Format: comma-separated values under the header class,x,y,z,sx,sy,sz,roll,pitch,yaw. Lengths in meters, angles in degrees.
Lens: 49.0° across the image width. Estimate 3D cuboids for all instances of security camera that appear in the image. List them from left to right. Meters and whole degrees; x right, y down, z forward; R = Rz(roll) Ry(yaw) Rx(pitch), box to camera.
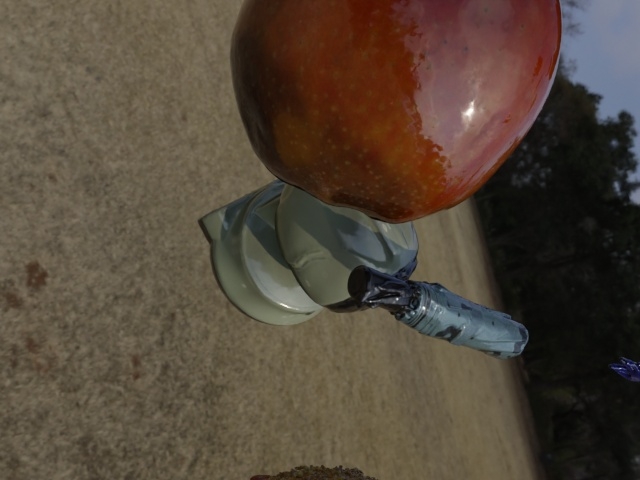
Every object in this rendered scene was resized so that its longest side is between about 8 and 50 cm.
class,x,y,z,sx,sy,sz,roll,pitch,yaw
security camera,0.000,0.000,0.857,0.197,0.277,0.191,-29,96,-33

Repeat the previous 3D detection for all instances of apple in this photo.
class,x,y,z,sx,sy,sz,roll,pitch,yaw
apple,0.047,-0.123,0.501,0.230,0.230,0.230,-17,90,-78

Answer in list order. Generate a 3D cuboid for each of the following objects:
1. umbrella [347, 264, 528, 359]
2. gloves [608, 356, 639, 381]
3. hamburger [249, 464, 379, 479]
class,x,y,z,sx,sy,sz,roll,pitch,yaw
umbrella,0.125,0.072,0.712,0.250,0.052,0.053,23,23,-35
gloves,0.575,0.240,1.299,0.086,0.064,0.026,33,60,-35
hamburger,0.004,0.370,0.728,0.276,0.294,0.179,-64,154,-54
